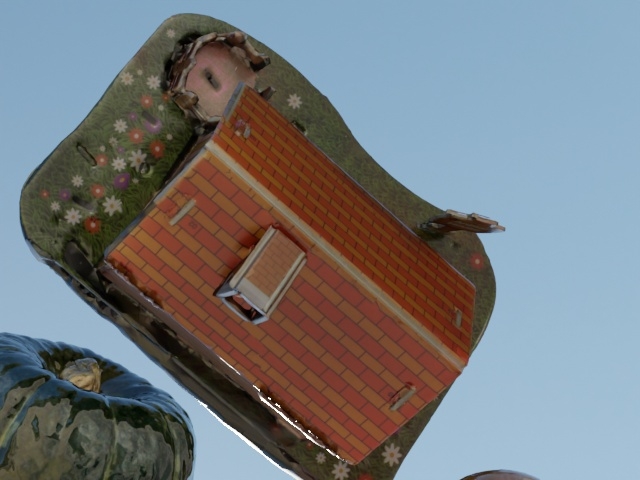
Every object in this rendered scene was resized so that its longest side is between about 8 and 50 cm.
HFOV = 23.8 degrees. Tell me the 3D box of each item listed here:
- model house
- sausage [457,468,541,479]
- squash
[{"bbox_3d":[-0.001,0.000,0.883,0.294,0.154,0.207,42,-112,-14],"label":"model house"},{"bbox_3d":[0.048,0.194,0.555,0.270,0.109,0.109,-71,-27,-53],"label":"sausage"},{"bbox_3d":[-0.232,0.181,1.338,0.252,0.252,0.165,16,-74,-50],"label":"squash"}]
